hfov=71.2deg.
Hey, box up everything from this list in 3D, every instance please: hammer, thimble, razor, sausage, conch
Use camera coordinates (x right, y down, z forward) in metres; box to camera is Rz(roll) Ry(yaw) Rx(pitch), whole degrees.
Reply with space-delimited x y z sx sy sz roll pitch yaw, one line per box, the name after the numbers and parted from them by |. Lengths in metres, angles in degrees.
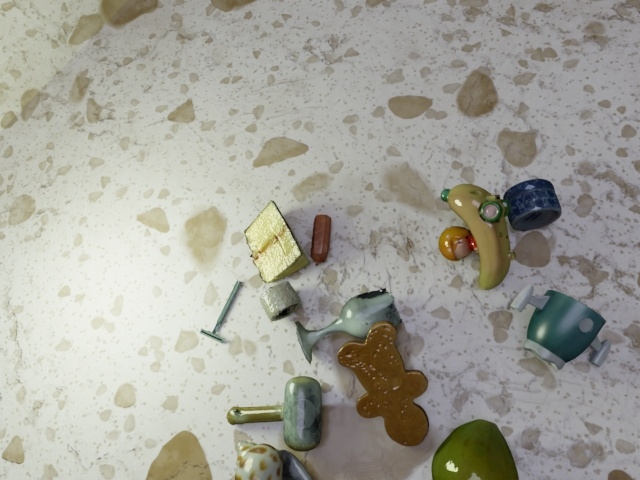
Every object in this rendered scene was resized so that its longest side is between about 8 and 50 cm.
-0.143 0.508 1.316 0.305 0.113 0.202 -8 64 19 | hammer
-0.126 0.196 1.423 0.115 0.102 0.090 -36 66 5 | thimble
-0.317 0.230 1.496 0.084 0.036 0.211 26 69 -4 | razor
0.000 0.000 1.494 0.065 0.065 0.170 0 67 13 | sausage
-0.147 0.654 1.223 0.149 0.182 0.275 -50 56 25 | conch

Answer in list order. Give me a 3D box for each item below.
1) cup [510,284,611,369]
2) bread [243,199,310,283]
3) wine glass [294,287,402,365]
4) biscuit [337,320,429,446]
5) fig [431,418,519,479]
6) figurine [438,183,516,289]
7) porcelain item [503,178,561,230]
0.640 0.247 1.202 0.299 0.167 0.173 35 88 -3 | cup
-0.167 0.014 1.485 0.178 0.135 0.240 -30 68 0 | bread
0.082 0.250 1.339 0.320 0.143 0.144 -23 66 1 | wine glass
0.190 0.412 1.259 0.215 0.047 0.340 -32 85 8 | biscuit
0.381 0.569 1.117 0.206 0.207 0.230 -7 34 10 | fig
0.456 -0.010 1.338 0.222 0.124 0.325 -11 91 33 | figurine
0.634 -0.109 1.347 0.147 0.147 0.114 -11 66 8 | porcelain item
